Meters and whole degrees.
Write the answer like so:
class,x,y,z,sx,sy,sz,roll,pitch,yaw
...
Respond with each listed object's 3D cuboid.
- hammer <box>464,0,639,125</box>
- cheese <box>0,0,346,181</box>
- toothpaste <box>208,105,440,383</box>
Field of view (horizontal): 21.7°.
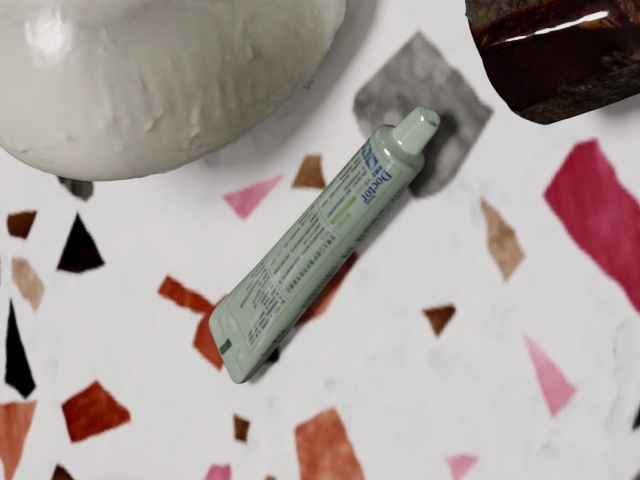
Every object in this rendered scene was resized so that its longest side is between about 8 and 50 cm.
class,x,y,z,sx,sy,sz,roll,pitch,yaw
hammer,0.161,-0.271,0.709,0.242,0.095,0.409,-14,75,42
cheese,-0.106,-0.117,0.890,0.198,0.189,0.154,34,142,40
toothpaste,0.000,0.000,0.876,0.197,0.029,0.048,-49,54,32
